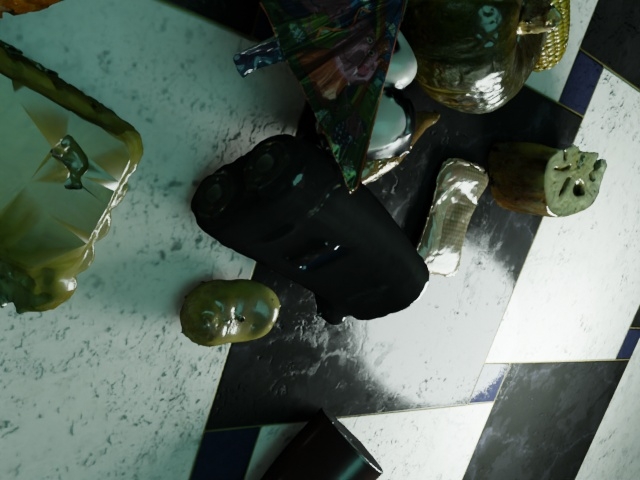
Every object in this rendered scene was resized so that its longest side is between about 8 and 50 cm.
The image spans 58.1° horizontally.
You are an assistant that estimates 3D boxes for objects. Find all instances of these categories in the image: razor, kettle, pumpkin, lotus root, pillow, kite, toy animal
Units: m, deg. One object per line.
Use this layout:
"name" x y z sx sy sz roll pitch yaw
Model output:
"razor" 0.001 -0.003 0.756 0.189 0.107 0.327 -23 138 28
"kettle" -0.025 0.414 0.963 0.232 0.144 0.202 -44 161 -5
"pumpkin" 0.219 -0.294 0.748 0.260 0.189 0.260 -22 118 -50
"lotus root" 0.412 -0.111 1.050 0.235 0.119 0.138 -2 105 -38
"pillow" 0.223 -0.036 0.998 0.135 0.034 0.211 8 104 -38
"kite" 0.011 -0.220 0.623 0.234 0.016 0.321 -32 103 -22
"toy animal" 0.034 -0.191 0.711 0.166 0.138 0.179 -4 106 -8

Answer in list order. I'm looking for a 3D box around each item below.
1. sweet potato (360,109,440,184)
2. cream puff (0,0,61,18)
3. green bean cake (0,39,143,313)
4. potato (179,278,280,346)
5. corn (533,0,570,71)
"sweet potato" 0.104 -0.140 0.847 0.206 0.060 0.068 -39 166 -19
"cream puff" -0.250 -0.309 0.385 0.303 0.212 0.303 -12 116 -26
"green bean cake" -0.308 -0.060 0.520 0.236 0.124 0.233 30 91 -42
"potato" -0.122 0.095 0.768 0.138 0.070 0.091 0 105 -39
"corn" 0.326 -0.394 0.869 0.102 0.102 0.313 -38 128 -18
